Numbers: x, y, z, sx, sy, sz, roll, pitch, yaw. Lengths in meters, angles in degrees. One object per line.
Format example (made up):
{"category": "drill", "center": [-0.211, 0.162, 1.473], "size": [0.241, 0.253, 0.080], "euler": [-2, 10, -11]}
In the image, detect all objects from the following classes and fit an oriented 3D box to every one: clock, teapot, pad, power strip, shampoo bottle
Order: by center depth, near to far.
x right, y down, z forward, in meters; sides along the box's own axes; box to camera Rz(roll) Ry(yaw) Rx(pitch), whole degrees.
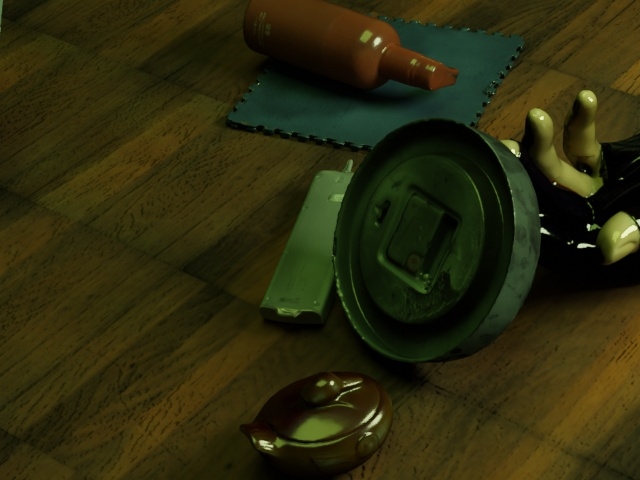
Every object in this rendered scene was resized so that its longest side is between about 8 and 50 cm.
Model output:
{"category": "teapot", "center": [-0.003, 0.144, 1.315], "size": [0.129, 0.078, 0.098], "euler": [-20, 40, -18]}
{"category": "clock", "center": [0.099, 0.001, 1.397], "size": [0.042, 0.215, 0.215], "euler": [10, 22, -43]}
{"category": "power strip", "center": [0.000, 0.000, 1.545], "size": [0.060, 0.027, 0.252], "euler": [5, 38, 14]}
{"category": "shampoo bottle", "center": [0.030, -0.212, 1.758], "size": [0.244, 0.085, 0.085], "euler": [23, 45, 29]}
{"category": "pad", "center": [0.065, -0.178, 1.784], "size": [0.269, 0.012, 0.269], "euler": [13, 40, 22]}

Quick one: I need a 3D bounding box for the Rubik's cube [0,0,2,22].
{"category": "Rubik's cube", "center": [-0.457, -0.178, 1.646], "size": [0.213, 0.265, 0.224], "euler": [16, 37, 0]}

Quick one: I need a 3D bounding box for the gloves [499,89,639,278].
{"category": "gloves", "center": [0.275, -0.040, 1.461], "size": [0.301, 0.152, 0.197], "euler": [7, 24, -27]}
